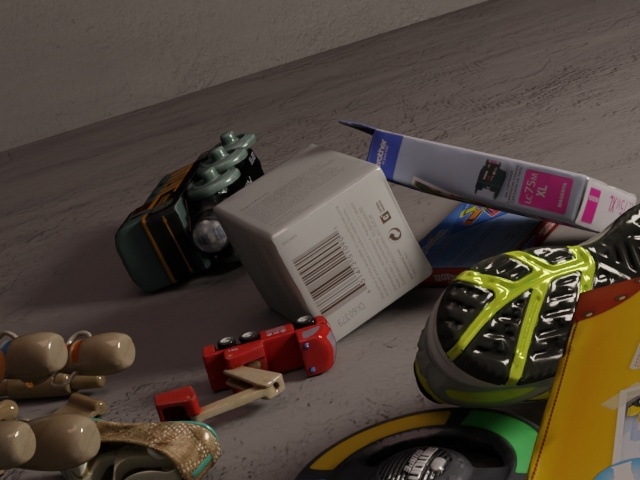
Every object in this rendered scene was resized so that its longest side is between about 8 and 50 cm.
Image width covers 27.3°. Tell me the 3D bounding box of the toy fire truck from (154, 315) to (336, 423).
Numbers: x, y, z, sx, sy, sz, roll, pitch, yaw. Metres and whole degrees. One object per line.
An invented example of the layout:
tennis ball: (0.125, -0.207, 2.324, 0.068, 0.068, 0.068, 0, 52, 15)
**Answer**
toy fire truck: (-0.073, 0.140, 1.360, 0.192, 0.047, 0.135, -15, 19, -2)

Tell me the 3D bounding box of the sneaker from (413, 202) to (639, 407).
sneaker: (0.251, 0.059, 1.189, 0.385, 0.145, 0.147, -7, -20, -23)

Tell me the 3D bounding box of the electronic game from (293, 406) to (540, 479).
electronic game: (0.081, 0.198, 1.073, 0.229, 0.048, 0.229, -13, 18, 4)

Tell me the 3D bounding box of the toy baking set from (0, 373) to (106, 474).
toy baking set: (-0.361, 0.198, 1.442, 0.256, 0.030, 0.197, -5, 21, 27)

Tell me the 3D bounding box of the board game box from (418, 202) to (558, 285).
board game box: (0.211, -0.014, 1.613, 0.145, 0.027, 0.281, 0, 24, 33)

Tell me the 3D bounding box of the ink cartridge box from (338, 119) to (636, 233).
ink cartridge box: (0.185, -0.069, 1.511, 0.311, 0.065, 0.186, 18, 4, 30)

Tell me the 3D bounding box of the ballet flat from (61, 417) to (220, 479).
ballet flat: (-0.193, 0.206, 1.239, 0.206, 0.073, 0.067, -9, 33, 29)

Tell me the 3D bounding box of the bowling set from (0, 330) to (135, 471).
bowling set: (-0.301, 0.146, 1.173, 0.154, 0.200, 0.287, -9, 41, 24)

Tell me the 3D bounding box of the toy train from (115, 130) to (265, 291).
toy train: (-0.167, -0.044, 1.842, 0.190, 0.142, 0.334, -21, 17, 12)

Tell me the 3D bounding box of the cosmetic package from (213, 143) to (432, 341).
cosmetic package: (0.000, 0.000, 1.505, 0.151, 0.151, 0.184, -34, 25, -14)

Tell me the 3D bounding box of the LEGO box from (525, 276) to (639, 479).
LEGO box: (0.380, 0.122, 0.717, 0.500, 0.193, 0.372, -17, 17, 25)
